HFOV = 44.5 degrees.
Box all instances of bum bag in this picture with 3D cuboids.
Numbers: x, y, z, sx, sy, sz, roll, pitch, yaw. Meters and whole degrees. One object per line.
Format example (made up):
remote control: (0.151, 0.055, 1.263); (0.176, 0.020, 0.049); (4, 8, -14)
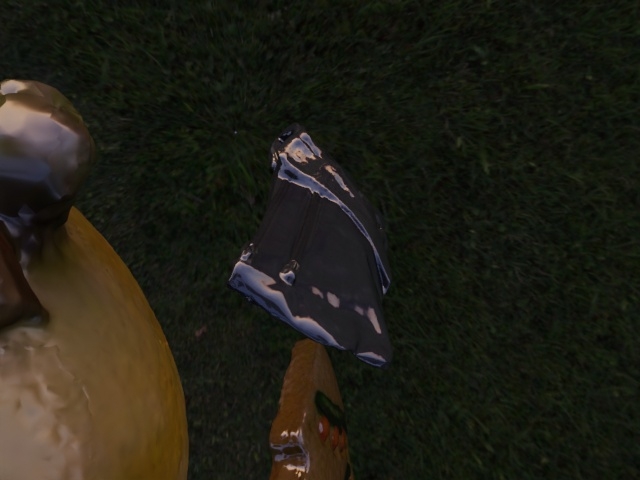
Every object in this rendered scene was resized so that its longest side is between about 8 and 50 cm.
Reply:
bum bag: (0.000, 0.000, 0.556); (0.123, 0.248, 0.060); (42, 118, -14)

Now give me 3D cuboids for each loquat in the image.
loquat: (-0.212, 0.077, 0.366); (0.328, 0.328, 0.359); (33, 111, -9)

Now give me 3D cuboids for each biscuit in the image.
biscuit: (-0.003, 0.231, 0.638); (0.043, 0.278, 0.301); (-3, 85, 14)
